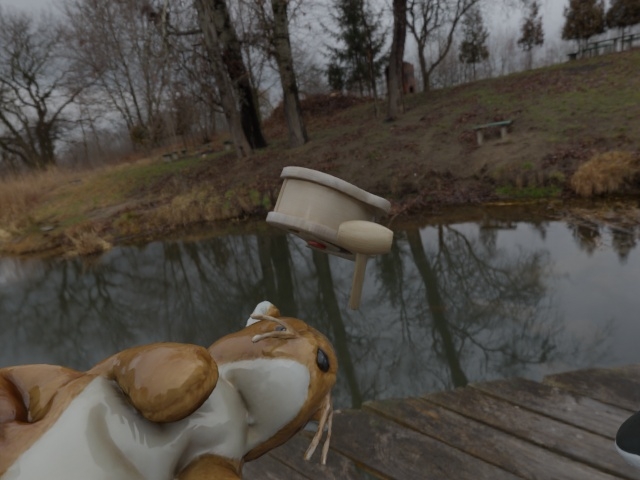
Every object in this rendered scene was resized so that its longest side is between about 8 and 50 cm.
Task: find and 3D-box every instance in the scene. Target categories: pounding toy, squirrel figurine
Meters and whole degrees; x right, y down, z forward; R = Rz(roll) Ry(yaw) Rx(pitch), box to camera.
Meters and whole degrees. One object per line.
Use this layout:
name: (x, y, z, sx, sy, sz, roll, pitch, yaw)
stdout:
pounding toy: (0.000, 0.000, 0.575, 0.154, 0.155, 0.269, 18, -6, 0)
squirrel figurine: (-0.169, 0.216, 0.467, 0.370, 0.281, 0.397, -25, -14, -40)

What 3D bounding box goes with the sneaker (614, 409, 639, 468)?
sneaker: (0.334, 0.097, 0.352, 0.104, 0.296, 0.147, -31, 66, -34)
